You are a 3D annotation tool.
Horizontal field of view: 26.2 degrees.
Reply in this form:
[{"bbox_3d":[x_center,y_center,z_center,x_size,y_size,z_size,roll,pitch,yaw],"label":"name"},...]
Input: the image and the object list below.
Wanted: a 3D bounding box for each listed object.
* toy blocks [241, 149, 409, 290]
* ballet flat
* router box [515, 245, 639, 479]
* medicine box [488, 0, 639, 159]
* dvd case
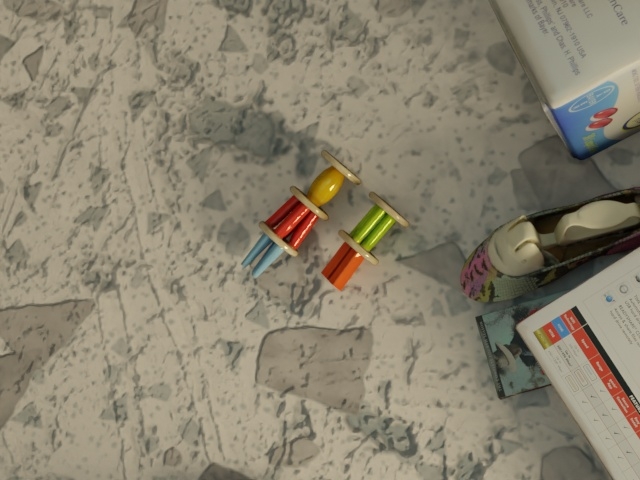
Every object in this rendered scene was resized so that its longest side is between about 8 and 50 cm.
[{"bbox_3d":[0.000,0.000,1.410,0.123,0.054,0.148,42,95,17],"label":"toy blocks"},{"bbox_3d":[0.233,-0.005,1.331,0.221,0.079,0.077,-20,68,13],"label":"ballet flat"},{"bbox_3d":[0.395,0.141,1.256,0.301,0.082,0.335,-32,77,8],"label":"router box"},{"bbox_3d":[0.315,-0.220,1.241,0.289,0.263,0.149,-28,77,11],"label":"medicine box"},{"bbox_3d":[0.221,0.100,1.355,0.119,0.013,0.087,-17,78,14],"label":"dvd case"}]
